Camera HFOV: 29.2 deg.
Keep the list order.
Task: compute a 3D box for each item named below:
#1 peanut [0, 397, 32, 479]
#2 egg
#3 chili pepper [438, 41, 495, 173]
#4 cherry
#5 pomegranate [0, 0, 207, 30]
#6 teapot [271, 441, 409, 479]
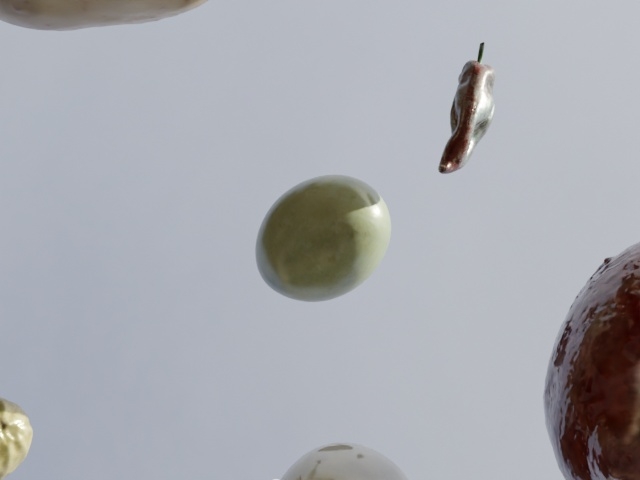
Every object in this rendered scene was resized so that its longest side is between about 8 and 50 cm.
[{"bbox_3d":[-0.340,0.202,1.078,0.187,0.082,0.082,-30,-120,7],"label":"peanut"},{"bbox_3d":[0.000,0.000,1.173,0.152,0.114,0.114,-39,-125,36],"label":"egg"},{"bbox_3d":[0.143,-0.121,1.165,0.041,0.050,0.153,-10,-131,34],"label":"chili pepper"},{"bbox_3d":[0.225,0.093,0.759,0.175,0.249,0.192,8,-69,31],"label":"cherry"},{"bbox_3d":[-0.159,-0.305,0.737,0.410,0.410,0.410,-10,-113,26],"label":"pomegranate"},{"bbox_3d":[-0.005,0.232,0.778,0.139,0.298,0.204,9,-81,9],"label":"teapot"}]
